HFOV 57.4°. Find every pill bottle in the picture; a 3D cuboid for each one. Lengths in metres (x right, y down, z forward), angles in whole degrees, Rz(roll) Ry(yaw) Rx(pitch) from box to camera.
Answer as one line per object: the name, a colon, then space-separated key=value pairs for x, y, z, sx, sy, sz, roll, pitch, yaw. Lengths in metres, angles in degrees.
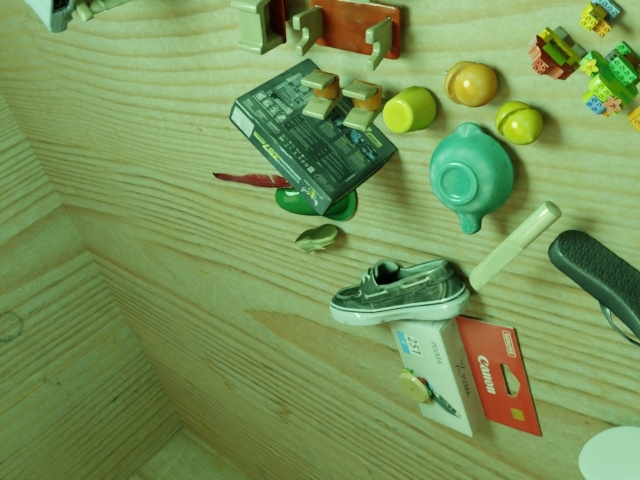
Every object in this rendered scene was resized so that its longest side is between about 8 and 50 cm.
pill bottle: x=0.558 y=0.473 z=0.962 sx=0.176 sy=0.176 sz=0.319 roll=-16 pitch=110 yaw=55

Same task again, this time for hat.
hat: x=-0.065 y=-0.074 z=1.164 sx=0.208 sy=0.183 sz=0.173 roll=29 pitch=142 yaw=30

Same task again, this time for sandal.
sandal: x=0.429 y=0.086 z=0.819 sx=0.254 sy=0.097 sz=0.054 roll=49 pitch=148 yaw=23

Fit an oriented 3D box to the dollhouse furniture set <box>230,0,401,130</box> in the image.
dollhouse furniture set: x=0.004 y=-0.340 z=0.905 sx=0.259 sy=0.135 sz=0.262 roll=20 pitch=138 yaw=22

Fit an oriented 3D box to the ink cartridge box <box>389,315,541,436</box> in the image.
ink cartridge box: x=0.291 y=0.279 z=1.196 sx=0.261 sy=0.066 sz=0.296 roll=9 pitch=129 yaw=48

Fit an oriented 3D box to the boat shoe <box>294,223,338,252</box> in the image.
boat shoe: x=-0.001 y=0.001 z=1.287 sx=0.048 sy=0.056 sz=0.153 roll=50 pitch=150 yaw=-17

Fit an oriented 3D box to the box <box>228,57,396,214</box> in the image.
box: x=-0.011 y=-0.181 z=0.992 sx=0.233 sy=0.183 sz=0.059 roll=46 pitch=148 yaw=5

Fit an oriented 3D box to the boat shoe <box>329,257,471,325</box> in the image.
boat shoe: x=0.141 y=0.091 z=1.166 sx=0.335 sy=0.121 sz=0.119 roll=-13 pitch=105 yaw=43

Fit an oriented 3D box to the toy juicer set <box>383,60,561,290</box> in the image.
toy juicer set: x=0.247 y=-0.108 z=0.855 sx=0.209 sy=0.089 sz=0.329 roll=-26 pitch=93 yaw=44

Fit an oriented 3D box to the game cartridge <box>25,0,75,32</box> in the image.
game cartridge: x=-0.439 y=-0.476 z=0.871 sx=0.196 sy=0.060 sz=0.294 roll=55 pitch=147 yaw=2

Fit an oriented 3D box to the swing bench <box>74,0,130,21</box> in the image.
swing bench: x=-0.291 y=-0.515 z=0.935 sx=0.254 sy=0.253 sz=0.165 roll=-16 pitch=109 yaw=55

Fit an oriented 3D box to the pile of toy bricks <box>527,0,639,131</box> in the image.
pile of toy bricks: x=0.334 y=-0.176 z=0.650 sx=0.212 sy=0.105 sz=0.118 roll=47 pitch=147 yaw=6

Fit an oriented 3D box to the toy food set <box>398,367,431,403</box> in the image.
toy food set: x=0.204 y=0.317 z=1.263 sx=0.083 sy=0.020 sz=0.083 roll=29 pitch=142 yaw=35
